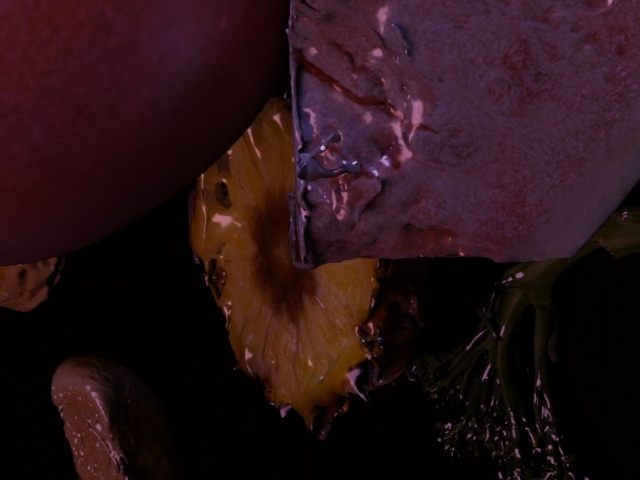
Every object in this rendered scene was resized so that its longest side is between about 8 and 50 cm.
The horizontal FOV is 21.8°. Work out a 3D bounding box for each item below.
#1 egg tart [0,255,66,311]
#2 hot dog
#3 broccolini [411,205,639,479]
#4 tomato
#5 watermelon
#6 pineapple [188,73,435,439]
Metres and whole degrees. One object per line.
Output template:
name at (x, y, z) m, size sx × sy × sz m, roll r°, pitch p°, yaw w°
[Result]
egg tart at (-0.257, -0.097, 1.245) m, size 0.315 × 0.120 × 0.315 m, roll 42°, pitch 148°, yaw 34°
hot dog at (-0.155, 0.199, 1.391) m, size 0.084 × 0.073 × 0.243 m, roll 15°, pitch 125°, yaw 49°
broccolini at (0.127, 0.064, 0.827) m, size 0.123 × 0.062 × 0.271 m, roll 49°, pitch 148°, yaw 5°
tomato at (-0.164, -0.137, 0.812) m, size 0.321 × 0.321 × 0.322 m, roll 40°, pitch 145°, yaw 35°
watermelon at (0.039, -0.145, 0.640) m, size 0.224 × 0.180 × 0.305 m, roll 21°, pitch 132°, yaw 33°
pineapple at (0.000, 0.000, 0.930) m, size 0.225 × 0.076 × 0.225 m, roll 25°, pitch 121°, yaw 51°
